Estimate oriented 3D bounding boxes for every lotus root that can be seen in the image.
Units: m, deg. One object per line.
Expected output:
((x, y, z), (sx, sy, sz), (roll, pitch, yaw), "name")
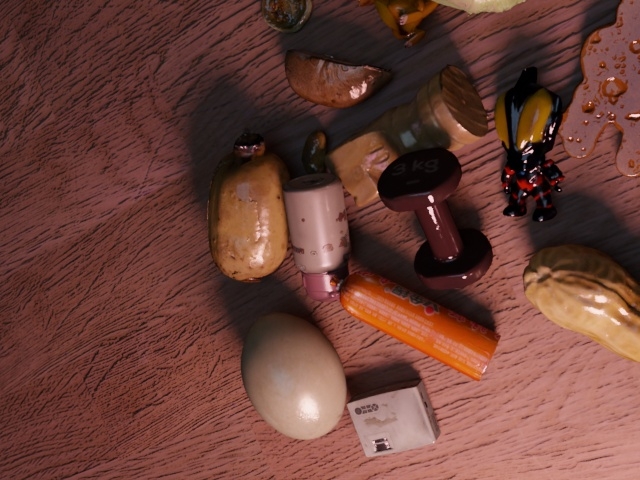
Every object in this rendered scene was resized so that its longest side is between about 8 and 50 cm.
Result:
((-0.133, -0.062, 1.477), (0.160, 0.146, 0.284), (2, 108, 4), "lotus root")

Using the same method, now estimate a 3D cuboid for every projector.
((0.139, 0.333, 1.469), (0.147, 0.061, 0.115), (-19, 90, 26), "projector")

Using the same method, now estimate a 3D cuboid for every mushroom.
((0.021, -0.288, 1.406), (0.210, 0.072, 0.094), (19, 115, 19), "mushroom")

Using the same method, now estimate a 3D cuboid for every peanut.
((0.467, 0.108, 1.236), (0.306, 0.147, 0.147), (33, 111, 14), "peanut")

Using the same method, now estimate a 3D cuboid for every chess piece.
((0.136, -0.172, 1.361), (0.301, 0.137, 0.137), (-28, 87, 38), "chess piece")

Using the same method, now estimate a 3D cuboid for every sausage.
((0.158, 0.137, 1.382), (0.312, 0.093, 0.093), (27, 109, 8), "sausage")

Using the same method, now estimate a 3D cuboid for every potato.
((-0.012, -0.161, 1.458), (0.047, 0.045, 0.092), (3, 106, -4), "potato")

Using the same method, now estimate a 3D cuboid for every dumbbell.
((0.192, -0.033, 1.295), (0.140, 0.124, 0.225), (-7, 129, 27), "dumbbell")

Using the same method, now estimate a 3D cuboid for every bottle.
((0.000, 0.000, 1.438), (0.110, 0.110, 0.233), (1, 113, 24), "bottle")

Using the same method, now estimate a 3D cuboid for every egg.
((-0.051, 0.253, 1.469), (0.187, 0.186, 0.253), (-29, 90, 25), "egg")

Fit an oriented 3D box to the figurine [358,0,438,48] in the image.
((0.126, -0.427, 1.334), (0.176, 0.121, 0.122), (41, 85, 22), "figurine")

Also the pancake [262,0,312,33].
((-0.063, -0.436, 1.447), (0.108, 0.017, 0.108), (7, 105, 26), "pancake")

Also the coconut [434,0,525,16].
((0.217, -0.498, 1.176), (0.329, 0.328, 0.281), (19, 137, 20), "coconut")

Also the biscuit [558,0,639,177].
((0.489, -0.254, 1.220), (0.186, 0.044, 0.295), (24, 110, 15), "biscuit")

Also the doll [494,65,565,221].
((0.340, -0.158, 1.279), (0.127, 0.088, 0.248), (6, 105, 23), "doll")
